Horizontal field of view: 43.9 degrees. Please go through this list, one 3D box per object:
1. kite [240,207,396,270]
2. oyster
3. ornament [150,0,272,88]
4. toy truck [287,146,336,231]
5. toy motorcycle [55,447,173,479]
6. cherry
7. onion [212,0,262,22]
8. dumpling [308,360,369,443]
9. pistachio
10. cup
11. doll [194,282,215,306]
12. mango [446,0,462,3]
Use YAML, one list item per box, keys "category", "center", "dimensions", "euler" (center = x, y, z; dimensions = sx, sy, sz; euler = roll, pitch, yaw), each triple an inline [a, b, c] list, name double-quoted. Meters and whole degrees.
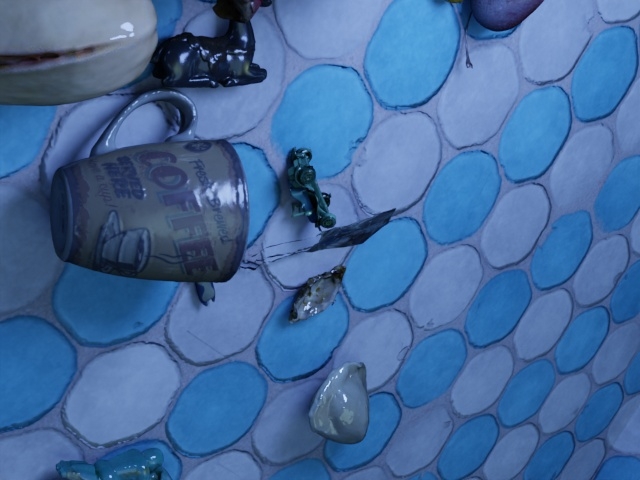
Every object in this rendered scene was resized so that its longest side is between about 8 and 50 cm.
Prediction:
- category: "kite"
  center: [-0.001, -0.002, 1.482]
  dimensions: [0.310, 0.015, 0.169]
  euler: [-14, 164, -30]
- category: "oyster"
  center: [-0.008, 0.099, 1.572]
  dimensions: [0.148, 0.051, 0.103]
  euler: [-30, 147, -19]
- category: "ornament"
  center: [-0.159, -0.352, 1.182]
  dimensions: [0.202, 0.080, 0.236]
  euler: [-10, 123, -35]
- category: "toy truck"
  center: [-0.029, -0.090, 1.440]
  dimensions: [0.078, 0.080, 0.154]
  euler: [-19, 130, 7]
- category: "toy motorcycle"
  center: [-0.374, 0.475, 1.481]
  dimensions: [0.296, 0.109, 0.198]
  euler: [21, 99, -43]
- category: "cherry"
  center: [0.341, -0.420, 1.457]
  dimensions: [0.115, 0.148, 0.188]
  euler: [-16, 106, -79]
- category: "onion"
  center: [-0.001, -0.469, 1.055]
  dimensions: [0.420, 0.398, 0.398]
  euler: [-38, 134, 12]
- category: "dumpling"
  center: [0.060, 0.350, 1.726]
  dimensions: [0.252, 0.131, 0.179]
  euler: [32, 72, -54]
- category: "pistachio"
  center: [-0.365, -0.259, 0.992]
  dimensions: [0.318, 0.214, 0.193]
  euler: [-15, 125, -15]
- category: "cup"
  center: [-0.263, -0.082, 1.189]
  dimensions: [0.257, 0.227, 0.301]
  euler: [-1, 86, -32]
- category: "doll"
  center: [-0.211, 0.067, 1.418]
  dimensions: [0.037, 0.027, 0.125]
  euler: [-33, 131, -27]
- category: "mango"
  center: [0.247, -0.481, 1.419]
  dimensions: [0.079, 0.057, 0.114]
  euler: [11, 90, -6]
